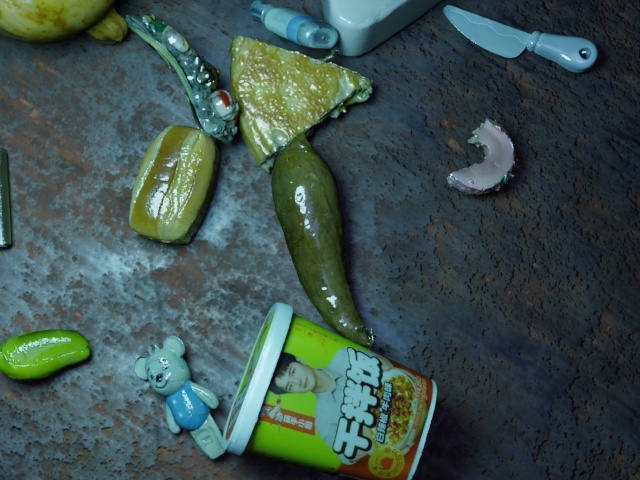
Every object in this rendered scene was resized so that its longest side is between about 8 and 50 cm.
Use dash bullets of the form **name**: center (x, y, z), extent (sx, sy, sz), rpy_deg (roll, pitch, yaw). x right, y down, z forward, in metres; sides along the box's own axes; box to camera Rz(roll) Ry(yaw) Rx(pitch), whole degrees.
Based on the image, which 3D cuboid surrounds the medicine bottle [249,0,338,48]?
- **medicine bottle**: center (-0.061, -0.430, 1.517), extent (0.208, 0.090, 0.054), rpy_deg (33, 120, 37)

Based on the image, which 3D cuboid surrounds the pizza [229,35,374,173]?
- **pizza**: center (-0.034, -0.278, 1.526), extent (0.287, 0.075, 0.280), rpy_deg (-5, 82, -6)

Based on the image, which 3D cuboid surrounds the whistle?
- **whistle**: center (-0.248, 0.292, 1.391), extent (0.114, 0.077, 0.236), rpy_deg (-34, 84, 10)

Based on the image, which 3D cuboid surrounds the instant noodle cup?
- **instant noodle cup**: center (0.017, 0.284, 1.322), extent (0.307, 0.294, 0.294), rpy_deg (21, 78, -6)

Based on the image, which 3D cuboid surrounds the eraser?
- **eraser**: center (0.105, -0.527, 1.544), extent (0.331, 0.150, 0.332), rpy_deg (0, 79, -2)

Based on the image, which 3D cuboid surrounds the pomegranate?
- **pomegranate**: center (-0.511, -0.532, 1.428), extent (0.409, 0.410, 0.411), rpy_deg (1, 78, -3)

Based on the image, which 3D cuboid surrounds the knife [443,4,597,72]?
- **knife**: center (0.409, -0.415, 1.595), extent (0.331, 0.044, 0.080), rpy_deg (17, 85, 7)

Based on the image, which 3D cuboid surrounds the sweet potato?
- **sweet potato**: center (-0.004, 0.004, 1.438), extent (0.130, 0.130, 0.423), rpy_deg (-14, 80, -6)

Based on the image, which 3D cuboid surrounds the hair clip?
- **hair clip**: center (-0.249, -0.327, 1.475), extent (0.091, 0.138, 0.321), rpy_deg (-38, 77, 8)

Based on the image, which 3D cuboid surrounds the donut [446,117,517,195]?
- **donut**: center (0.331, -0.152, 1.517), extent (0.117, 0.065, 0.166), rpy_deg (31, 79, 6)

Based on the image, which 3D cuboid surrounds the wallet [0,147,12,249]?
- **wallet**: center (-0.653, -0.077, 1.471), extent (0.110, 0.031, 0.198), rpy_deg (-7, 78, -3)

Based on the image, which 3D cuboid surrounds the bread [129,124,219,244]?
- **bread**: center (-0.277, -0.110, 1.458), extent (0.139, 0.106, 0.237), rpy_deg (15, 77, 3)

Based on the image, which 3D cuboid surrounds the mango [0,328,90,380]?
- **mango**: center (-0.505, 0.208, 1.398), extent (0.165, 0.074, 0.091), rpy_deg (-4, 72, -16)
